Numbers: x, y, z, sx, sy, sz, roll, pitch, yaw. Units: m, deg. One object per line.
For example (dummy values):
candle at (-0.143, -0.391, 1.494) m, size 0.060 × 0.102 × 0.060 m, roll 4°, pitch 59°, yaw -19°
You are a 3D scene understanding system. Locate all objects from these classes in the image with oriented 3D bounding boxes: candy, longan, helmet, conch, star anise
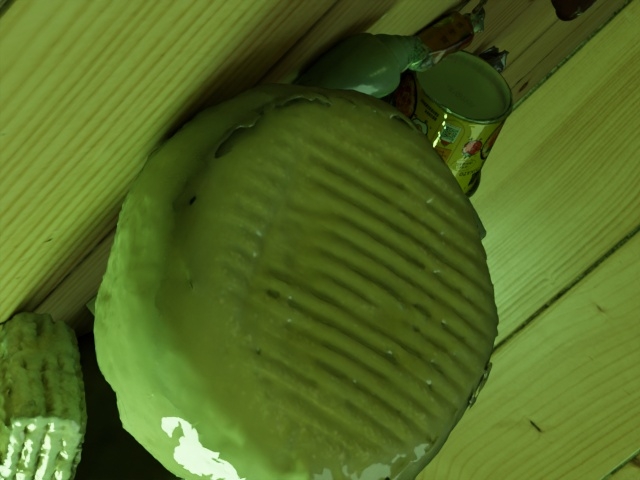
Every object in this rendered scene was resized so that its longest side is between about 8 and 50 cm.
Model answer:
candy at (0.147, -0.239, 1.409) m, size 0.182 × 0.046 × 0.053 m, roll -37°, pitch 171°, yaw -26°
longan at (-0.212, 0.228, 1.357) m, size 0.350 × 0.288 × 0.288 m, roll -36°, pitch 175°, yaw -3°
helmet at (0.393, -0.402, 1.828) m, size 0.111 × 0.057 × 0.089 m, roll -48°, pitch -151°, yaw 12°
conch at (0.032, -0.169, 1.134) m, size 0.180 × 0.088 × 0.065 m, roll -30°, pitch 125°, yaw -37°
star anise at (0.262, -0.272, 1.903) m, size 0.129 × 0.056 × 0.124 m, roll -43°, pitch -173°, yaw 48°

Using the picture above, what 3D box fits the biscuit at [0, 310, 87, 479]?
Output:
biscuit at (-0.302, 0.262, 1.144) m, size 0.079 × 0.144 × 0.426 m, roll 5°, pitch 129°, yaw -23°

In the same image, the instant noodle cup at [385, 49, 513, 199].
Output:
instant noodle cup at (0.161, -0.160, 1.558) m, size 0.182 × 0.182 × 0.144 m, roll -37°, pitch 164°, yaw -42°

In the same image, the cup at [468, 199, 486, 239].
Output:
cup at (0.107, -0.041, 1.740) m, size 0.186 × 0.234 × 0.258 m, roll -39°, pitch 176°, yaw -23°

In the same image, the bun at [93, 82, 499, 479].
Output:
bun at (-0.026, 0.049, 0.996) m, size 0.360 × 0.359 × 0.211 m, roll -39°, pitch -175°, yaw -31°

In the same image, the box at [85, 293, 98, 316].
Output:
box at (-0.225, 0.065, 1.302) m, size 0.054 × 0.024 × 0.083 m, roll -43°, pitch 175°, yaw -4°
